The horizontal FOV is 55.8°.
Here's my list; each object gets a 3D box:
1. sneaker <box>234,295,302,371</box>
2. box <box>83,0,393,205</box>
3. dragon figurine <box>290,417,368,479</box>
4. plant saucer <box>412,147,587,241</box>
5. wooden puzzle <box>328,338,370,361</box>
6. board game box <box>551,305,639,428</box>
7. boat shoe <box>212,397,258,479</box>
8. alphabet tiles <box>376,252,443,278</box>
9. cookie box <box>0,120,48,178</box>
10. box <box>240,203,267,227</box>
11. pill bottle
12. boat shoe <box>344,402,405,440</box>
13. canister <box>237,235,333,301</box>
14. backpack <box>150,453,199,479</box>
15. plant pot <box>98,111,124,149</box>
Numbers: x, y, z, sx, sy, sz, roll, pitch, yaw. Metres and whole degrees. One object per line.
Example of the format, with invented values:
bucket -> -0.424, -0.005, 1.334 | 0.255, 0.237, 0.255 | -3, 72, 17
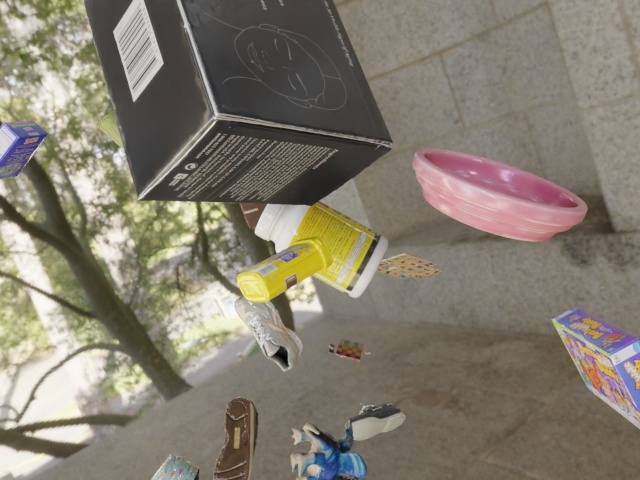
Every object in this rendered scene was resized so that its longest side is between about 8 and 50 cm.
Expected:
sneaker -> -0.151, 0.267, 1.745 | 0.099, 0.262, 0.121 | -39, 16, 20
box -> -0.165, -0.346, 1.250 | 0.471, 0.480, 0.297 | -2, -24, -46
dragon figurine -> 0.027, 0.360, 1.021 | 0.143, 0.289, 0.085 | -5, 42, -11
plant saucer -> 0.330, -0.086, 1.157 | 0.331, 0.084, 0.332 | 14, 20, -5
wooden puzzle -> 0.058, 0.218, 1.202 | 0.083, 0.006, 0.049 | 12, 30, 8
board game box -> 0.732, 0.318, 1.524 | 0.078, 0.234, 0.347 | -29, 4, 3
boat shoe -> -0.197, 0.528, 1.505 | 0.095, 0.258, 0.095 | 4, -18, 18
alphabet tiles -> 0.302, 0.094, 2.088 | 0.237, 0.009, 0.198 | 17, -26, -36
cookie box -> -0.550, -0.160, 1.073 | 0.107, 0.040, 0.092 | -45, 3, 14
box -> -0.165, -0.163, 1.844 | 0.191, 0.143, 0.381 | -18, -9, -4
pill bottle -> 0.000, 0.000, 1.641 | 0.188, 0.333, 0.188 | -61, -1, -2
boat shoe -> 0.167, 0.571, 1.944 | 0.254, 0.095, 0.079 | -2, 35, -39
canister -> -0.076, 0.061, 1.259 | 0.169, 0.074, 0.126 | -29, 10, -31
backpack -> -0.402, 0.665, 1.600 | 0.182, 0.115, 0.152 | -55, 15, 1
plant pot -> -0.479, -0.263, 1.461 | 0.083, 0.079, 0.083 | -37, 2, 1
